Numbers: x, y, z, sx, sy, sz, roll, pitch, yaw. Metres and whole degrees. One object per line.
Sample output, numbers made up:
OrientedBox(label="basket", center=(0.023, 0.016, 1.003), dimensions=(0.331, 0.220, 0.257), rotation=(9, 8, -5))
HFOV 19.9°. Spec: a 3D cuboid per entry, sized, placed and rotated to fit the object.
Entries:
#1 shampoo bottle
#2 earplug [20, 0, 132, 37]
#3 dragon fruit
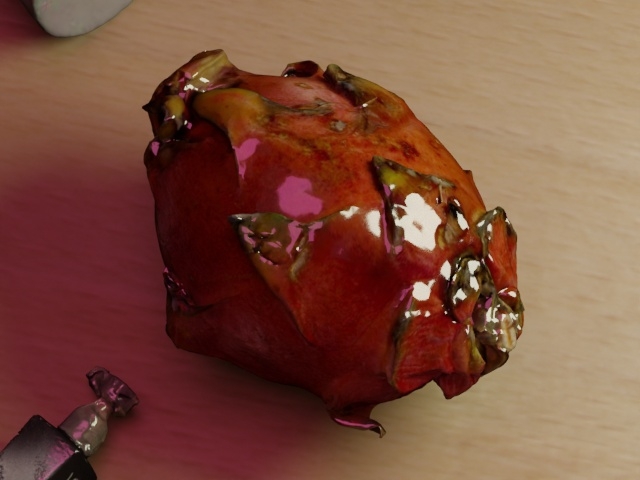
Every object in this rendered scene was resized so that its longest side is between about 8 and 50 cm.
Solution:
OrientedBox(label="shampoo bottle", center=(-0.217, 0.179, 1.348), dimensions=(0.063, 0.057, 0.207), rotation=(37, 70, 21))
OrientedBox(label="earplug", center=(-0.277, -0.319, 1.506), dimensions=(0.301, 0.172, 0.172), rotation=(38, 72, 20))
OrientedBox(label="dragon fruit", center=(-0.003, -0.002, 1.337), dimensions=(0.315, 0.250, 0.250), rotation=(30, 70, -8))
